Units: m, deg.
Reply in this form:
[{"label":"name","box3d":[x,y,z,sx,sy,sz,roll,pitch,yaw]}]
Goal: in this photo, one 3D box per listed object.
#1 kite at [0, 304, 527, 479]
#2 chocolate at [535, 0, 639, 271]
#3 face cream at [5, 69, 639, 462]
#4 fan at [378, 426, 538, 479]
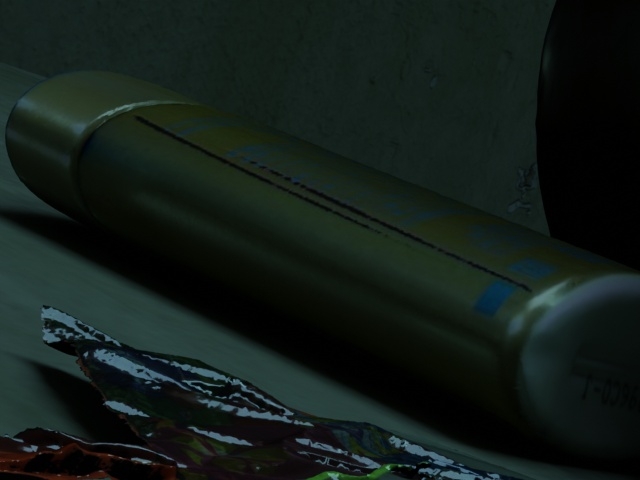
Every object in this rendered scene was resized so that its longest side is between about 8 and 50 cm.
[{"label":"kite","box3d":[-0.001,0.048,0.348,0.189,0.009,0.232,12,7,-27]},{"label":"chocolate","box3d":[0.258,-0.062,0.751,0.383,0.383,0.331,18,2,-26]},{"label":"face cream","box3d":[0.000,0.000,0.679,0.285,0.067,0.139,24,4,39]},{"label":"fan","box3d":[0.060,0.076,0.363,0.182,0.010,0.310,21,4,8]}]
